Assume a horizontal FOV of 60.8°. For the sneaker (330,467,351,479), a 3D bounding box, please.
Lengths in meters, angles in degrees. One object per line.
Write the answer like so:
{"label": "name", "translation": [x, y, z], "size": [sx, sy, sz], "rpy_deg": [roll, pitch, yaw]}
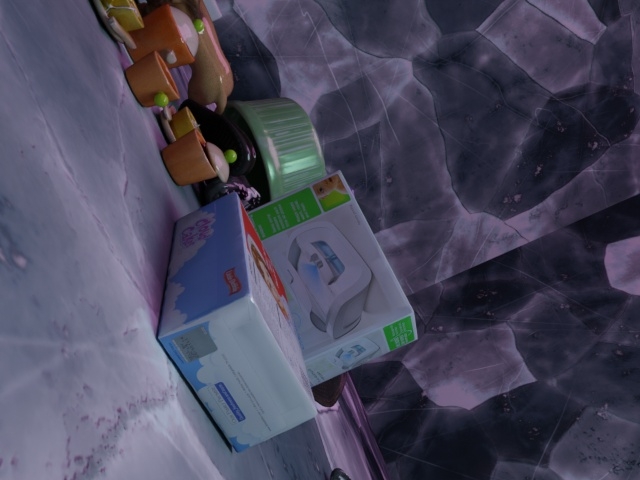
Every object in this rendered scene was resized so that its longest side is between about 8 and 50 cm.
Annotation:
{"label": "sneaker", "translation": [0.038, 0.438, 0.956], "size": [0.043, 0.040, 0.109], "rpy_deg": [31, -35, 61]}

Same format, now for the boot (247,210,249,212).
{"label": "boot", "translation": [-0.114, 0.065, 1.208], "size": [0.280, 0.096, 0.264], "rpy_deg": [59, 7, 5]}

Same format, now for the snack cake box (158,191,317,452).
{"label": "snack cake box", "translation": [-0.092, 0.069, 0.592], "size": [0.264, 0.089, 0.152], "rpy_deg": [-114, 179, -64]}

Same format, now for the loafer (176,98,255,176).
{"label": "loafer", "translation": [-0.168, -0.179, 0.938], "size": [0.078, 0.080, 0.220], "rpy_deg": [11, 27, -49]}

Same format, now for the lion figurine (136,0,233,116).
{"label": "lion figurine", "translation": [-0.242, -0.378, 1.027], "size": [0.240, 0.142, 0.392], "rpy_deg": [26, -28, 58]}

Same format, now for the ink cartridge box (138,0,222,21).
{"label": "ink cartridge box", "translation": [-0.380, -0.676, 1.172], "size": [0.385, 0.160, 0.279], "rpy_deg": [66, 0, -53]}

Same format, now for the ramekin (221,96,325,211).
{"label": "ramekin", "translation": [-0.113, -0.183, 1.261], "size": [0.303, 0.148, 0.303], "rpy_deg": [47, -33, 43]}

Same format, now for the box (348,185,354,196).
{"label": "box", "translation": [0.000, 0.000, 1.300], "size": [0.057, 0.201, 0.293], "rpy_deg": [46, -12, 26]}

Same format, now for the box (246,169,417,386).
{"label": "box", "translation": [-0.015, 0.066, 0.820], "size": [0.127, 0.231, 0.262], "rpy_deg": [67, 0, -60]}

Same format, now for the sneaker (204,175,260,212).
{"label": "sneaker", "translation": [-0.177, -0.101, 0.981], "size": [0.106, 0.078, 0.234], "rpy_deg": [54, 5, 2]}

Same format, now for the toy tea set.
{"label": "toy tea set", "translation": [-0.207, -0.239, 0.825], "size": [0.200, 0.124, 0.336], "rpy_deg": [-128, -166, -89]}

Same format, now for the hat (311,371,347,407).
{"label": "hat", "translation": [0.010, 0.130, 1.008], "size": [0.331, 0.134, 0.331], "rpy_deg": [52, 20, -28]}
